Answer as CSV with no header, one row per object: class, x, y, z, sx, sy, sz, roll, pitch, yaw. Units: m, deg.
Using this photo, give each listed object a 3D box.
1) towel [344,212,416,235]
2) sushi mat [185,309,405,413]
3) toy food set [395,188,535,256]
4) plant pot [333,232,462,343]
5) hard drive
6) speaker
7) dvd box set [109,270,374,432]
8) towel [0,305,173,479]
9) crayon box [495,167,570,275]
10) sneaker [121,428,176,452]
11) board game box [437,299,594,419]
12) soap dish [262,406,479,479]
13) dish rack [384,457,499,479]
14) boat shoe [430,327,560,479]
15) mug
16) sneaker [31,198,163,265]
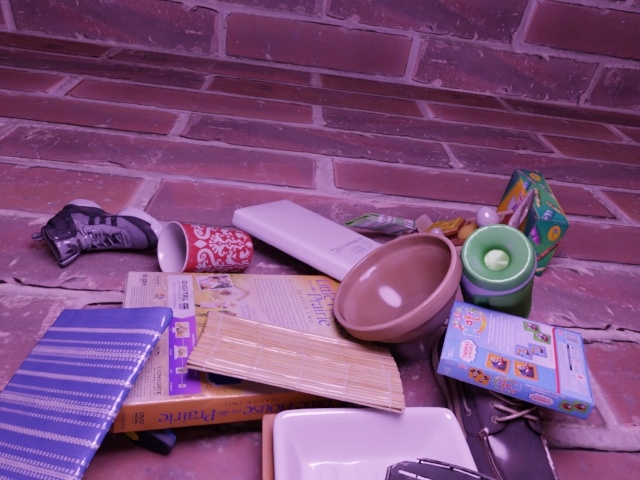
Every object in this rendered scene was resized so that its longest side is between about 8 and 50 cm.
towel,0.151,-0.037,1.125,0.151,0.113,0.023,7,75,-29
sushi mat,-0.032,0.179,0.678,0.316,0.019,0.151,13,17,-4
toy food set,0.347,-0.045,1.096,0.305,0.093,0.219,-11,18,41
plant pot,0.148,0.102,0.790,0.237,0.110,0.237,-28,24,14
hard drive,0.000,0.000,1.051,0.352,0.047,0.233,27,22,22
speaker,0.336,0.085,0.847,0.131,0.296,0.131,-10,60,18
dvd box set,-0.121,0.165,0.771,0.419,0.062,0.308,3,31,-22
towel,-0.347,0.228,0.575,0.242,0.040,0.336,-6,45,27
crayon box,0.560,-0.057,1.206,0.081,0.166,0.279,11,35,3
sneaker,-0.294,0.242,0.680,0.209,0.069,0.082,21,38,17
board game box,0.306,0.179,0.714,0.211,0.039,0.160,15,32,16
soap dish,0.068,0.341,0.587,0.290,0.118,0.229,2,36,-10
dish rack,0.136,0.370,0.435,0.208,0.074,0.272,19,62,-3
boat shoe,0.278,0.268,0.724,0.132,0.130,0.356,-1,37,-13
mug,-0.247,0.017,0.944,0.150,0.113,0.169,11,6,42
sneaker,-0.476,-0.003,0.955,0.268,0.102,0.153,13,36,15
